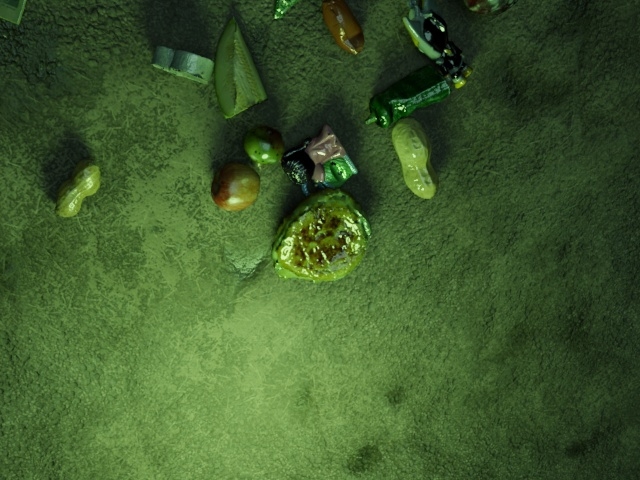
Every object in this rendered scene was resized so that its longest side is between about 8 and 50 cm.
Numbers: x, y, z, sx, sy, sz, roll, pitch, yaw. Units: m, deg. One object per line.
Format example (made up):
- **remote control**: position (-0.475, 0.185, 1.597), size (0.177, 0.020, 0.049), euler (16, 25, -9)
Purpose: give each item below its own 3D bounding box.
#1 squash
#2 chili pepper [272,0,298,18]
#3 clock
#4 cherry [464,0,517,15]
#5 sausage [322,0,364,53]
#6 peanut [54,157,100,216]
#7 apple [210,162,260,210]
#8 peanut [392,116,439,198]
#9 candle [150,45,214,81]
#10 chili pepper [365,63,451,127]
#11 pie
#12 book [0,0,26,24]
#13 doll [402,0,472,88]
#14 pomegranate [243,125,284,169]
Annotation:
- **squash**: position (-0.271, -0.493, 1.652), size (0.169, 0.093, 0.252), euler (-43, 117, -48)
- **chili pepper**: position (-0.058, -0.729, 1.672), size (0.227, 0.059, 0.088), euler (-47, 120, 5)
- **clock**: position (-0.007, -0.230, 1.781), size (0.195, 0.100, 0.194), euler (-34, 110, -2)
- **cherry**: position (0.507, -0.804, 1.699), size (0.296, 0.218, 0.255), euler (-38, 109, -13)
- **sausage**: position (0.068, -0.639, 1.712), size (0.089, 0.089, 0.179), euler (-34, 111, -3)
- **peanut**: position (-0.697, -0.149, 1.656), size (0.089, 0.089, 0.193), euler (38, 97, -18)
- **apple**: position (-0.252, -0.161, 1.720), size (0.131, 0.146, 0.146), euler (10, 102, -33)
- **peanut**: position (0.311, -0.259, 1.832), size (0.111, 0.125, 0.274), euler (-30, 109, -24)
- **candle**: position (-0.369, -0.489, 1.618), size (0.168, 0.192, 0.068), euler (3, 106, -59)
- **chili pepper**: position (0.253, -0.435, 1.781), size (0.270, 0.099, 0.136), euler (-32, 74, 1)
- **pie**: position (0.000, 0.000, 1.812), size (0.288, 0.103, 0.355), euler (19, 111, -28)
- **book**: position (-0.855, -0.742, 1.504), size (0.215, 0.025, 0.283), euler (18, 100, -15)
- **doll**: position (0.361, -0.615, 1.768), size (0.145, 0.103, 0.316), euler (-48, 114, -4)
- **pomegranate**: position (-0.170, -0.284, 1.728), size (0.130, 0.130, 0.130), euler (-3, 104, -12)
